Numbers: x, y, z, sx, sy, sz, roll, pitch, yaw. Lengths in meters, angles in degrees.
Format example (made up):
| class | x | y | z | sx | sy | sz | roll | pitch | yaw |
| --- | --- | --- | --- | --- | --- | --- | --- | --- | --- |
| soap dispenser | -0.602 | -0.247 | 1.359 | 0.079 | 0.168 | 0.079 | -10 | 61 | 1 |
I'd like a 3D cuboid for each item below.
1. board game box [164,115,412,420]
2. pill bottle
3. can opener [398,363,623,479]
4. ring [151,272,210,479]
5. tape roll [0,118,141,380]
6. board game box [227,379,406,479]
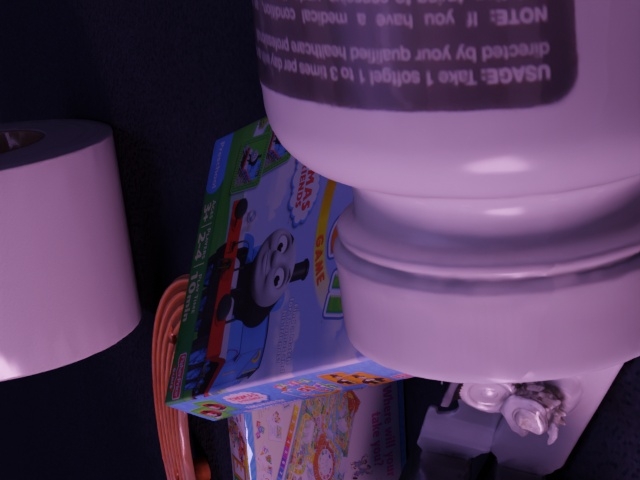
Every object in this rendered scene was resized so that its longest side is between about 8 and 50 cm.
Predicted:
| class | x | y | z | sx | sy | sz | roll | pitch | yaw |
| --- | --- | --- | --- | --- | --- | --- | --- | --- | --- |
| board game box | 0.000 | 0.000 | 0.785 | 0.211 | 0.039 | 0.160 | -19 | 56 | 53 |
| pill bottle | 0.060 | -0.119 | 0.551 | 0.176 | 0.176 | 0.318 | 28 | 127 | 60 |
| can opener | 0.081 | 0.110 | 0.787 | 0.280 | 0.074 | 0.093 | 106 | 177 | -46 |
| ring | -0.051 | 0.186 | 1.148 | 0.336 | 0.032 | 0.336 | 45 | 143 | 50 |
| tape roll | -0.281 | 0.003 | 1.296 | 0.246 | 0.246 | 0.169 | 23 | 123 | 62 |
| board game box | 0.000 | 0.129 | 0.911 | 0.026 | 0.103 | 0.154 | 35 | 133 | 57 |
